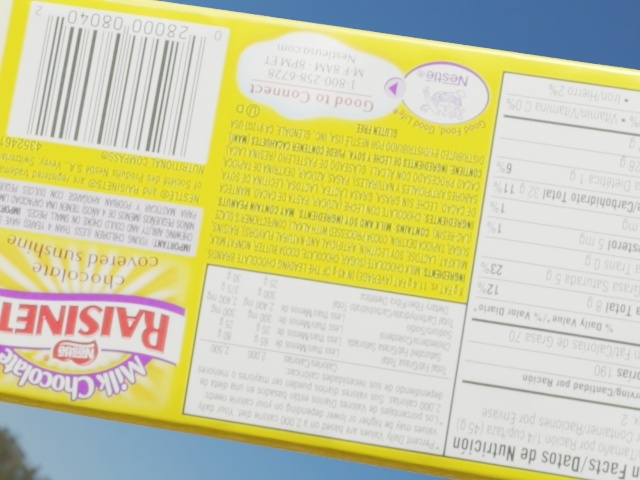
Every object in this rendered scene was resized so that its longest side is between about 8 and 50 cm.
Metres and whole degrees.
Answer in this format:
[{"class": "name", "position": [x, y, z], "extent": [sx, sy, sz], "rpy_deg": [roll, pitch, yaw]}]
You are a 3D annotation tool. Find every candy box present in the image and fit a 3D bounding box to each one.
[{"class": "candy box", "position": [0.000, 0.000, 0.491], "extent": [0.206, 0.105, 0.027], "rpy_deg": [9, -3, 6]}]
